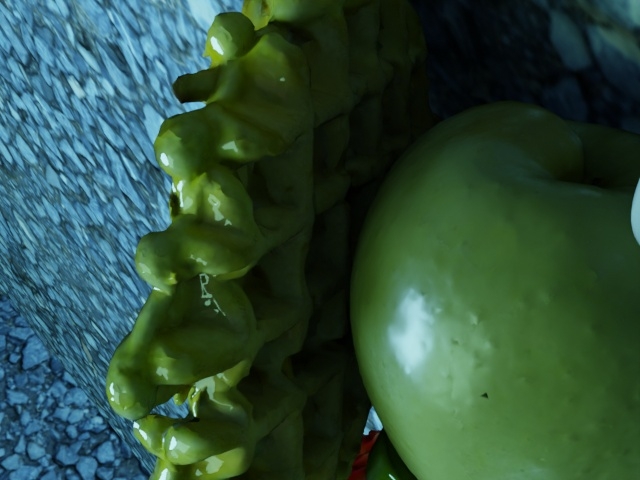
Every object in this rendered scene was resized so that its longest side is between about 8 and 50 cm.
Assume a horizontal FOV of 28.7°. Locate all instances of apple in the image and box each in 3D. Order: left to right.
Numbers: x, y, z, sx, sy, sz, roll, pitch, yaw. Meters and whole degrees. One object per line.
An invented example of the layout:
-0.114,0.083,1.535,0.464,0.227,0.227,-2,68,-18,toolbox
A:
0.103,0.034,0.558,0.200,0.200,0.200,44,157,24,apple

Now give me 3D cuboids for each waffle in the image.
-0.003,0.009,0.621,0.062,0.329,0.329,8,139,20,waffle

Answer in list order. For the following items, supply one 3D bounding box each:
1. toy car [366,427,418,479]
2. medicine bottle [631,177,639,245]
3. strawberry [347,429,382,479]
0.129,0.166,0.695,0.235,0.235,0.145,44,135,24,toy car
0.206,0.008,0.402,0.191,0.107,0.107,38,154,26,medicine bottle
0.048,0.263,0.878,0.292,0.292,0.343,49,170,13,strawberry
